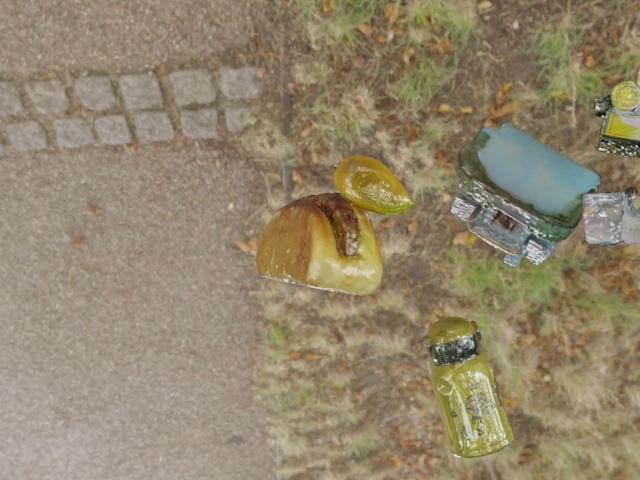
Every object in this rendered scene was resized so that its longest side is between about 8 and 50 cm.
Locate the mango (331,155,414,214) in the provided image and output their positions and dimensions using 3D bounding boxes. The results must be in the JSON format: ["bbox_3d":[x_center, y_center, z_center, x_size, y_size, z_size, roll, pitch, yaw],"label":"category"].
[{"bbox_3d":[0.100,-0.109,1.311,0.187,0.101,0.066,36,170,21],"label":"mango"}]

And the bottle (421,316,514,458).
[{"bbox_3d":[0.378,0.373,1.730,0.171,0.351,0.171,-15,179,0],"label":"bottle"}]

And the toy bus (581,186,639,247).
[{"bbox_3d":[0.703,-0.052,1.551,0.112,0.138,0.317,2,-178,39],"label":"toy bus"}]

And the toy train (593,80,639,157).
[{"bbox_3d":[0.858,-0.315,1.760,0.261,0.177,0.134,14,171,19],"label":"toy train"}]

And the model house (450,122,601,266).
[{"bbox_3d":[0.514,-0.085,1.856,0.360,0.297,0.339,32,143,11],"label":"model house"}]

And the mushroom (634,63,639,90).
[{"bbox_3d":[0.760,-0.321,1.263,0.285,0.151,0.156,13,119,22],"label":"mushroom"}]

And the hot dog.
[{"bbox_3d":[-0.002,0.000,1.532,0.185,0.223,0.405,13,177,-26],"label":"hot dog"}]
